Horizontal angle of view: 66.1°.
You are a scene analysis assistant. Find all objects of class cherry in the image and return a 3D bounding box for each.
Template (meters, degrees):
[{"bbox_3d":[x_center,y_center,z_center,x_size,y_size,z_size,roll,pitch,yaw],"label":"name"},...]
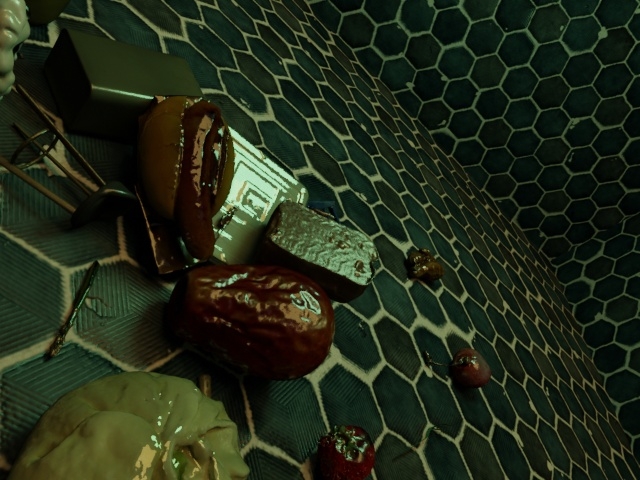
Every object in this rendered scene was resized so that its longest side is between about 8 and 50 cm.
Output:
[{"bbox_3d":[0.370,0.326,1.319,0.226,0.090,0.107,30,47,-20],"label":"cherry"}]

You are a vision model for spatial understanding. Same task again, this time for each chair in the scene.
[{"bbox_3d":[-0.382,-0.100,0.710,0.221,0.104,0.095,42,57,-10],"label":"chair"}]

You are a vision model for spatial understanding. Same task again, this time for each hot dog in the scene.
[{"bbox_3d":[-0.202,-0.112,0.809,0.194,0.107,0.325,-6,80,-42],"label":"hot dog"}]

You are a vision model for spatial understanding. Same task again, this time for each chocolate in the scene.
[{"bbox_3d":[-0.006,0.026,0.909,0.214,0.093,0.148,27,41,-10],"label":"chocolate"}]

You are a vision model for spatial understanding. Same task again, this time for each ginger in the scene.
[{"bbox_3d":[0.323,0.070,1.533,0.162,0.073,0.103,10,50,-49],"label":"ginger"}]

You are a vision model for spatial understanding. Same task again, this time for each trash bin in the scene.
[{"bbox_3d":[-0.351,-0.274,0.907,0.241,0.122,0.164,-3,60,-53],"label":"trash bin"}]

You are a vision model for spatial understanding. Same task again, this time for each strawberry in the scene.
[{"bbox_3d":[0.040,0.358,0.811,0.106,0.106,0.106,35,34,-28],"label":"strawberry"}]

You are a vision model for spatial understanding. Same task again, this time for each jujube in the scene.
[{"bbox_3d":[-0.104,0.120,0.778,0.255,0.190,0.190,22,41,-26],"label":"jujube"}]

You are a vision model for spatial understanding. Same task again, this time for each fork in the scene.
[{"bbox_3d":[0.216,0.419,1.048,0.235,0.039,0.021,4,51,-50],"label":"fork"}]

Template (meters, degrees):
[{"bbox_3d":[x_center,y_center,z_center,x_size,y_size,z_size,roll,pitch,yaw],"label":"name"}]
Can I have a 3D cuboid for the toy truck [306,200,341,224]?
[{"bbox_3d":[0.000,0.000,1.066,0.113,0.126,0.208,59,16,-50],"label":"toy truck"}]

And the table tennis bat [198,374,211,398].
[{"bbox_3d":[-0.162,0.266,0.697,0.087,0.013,0.156,22,43,-39],"label":"table tennis bat"}]

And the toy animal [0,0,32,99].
[{"bbox_3d":[-0.493,-0.259,0.633,0.204,0.208,0.155,-8,104,-60],"label":"toy animal"}]

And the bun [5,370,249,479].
[{"bbox_3d":[-0.190,0.251,0.526,0.259,0.160,0.259,33,34,-26],"label":"bun"}]

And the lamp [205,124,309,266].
[{"bbox_3d":[-0.155,-0.063,0.943,0.266,0.047,0.269,36,55,-30],"label":"lamp"}]

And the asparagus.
[{"bbox_3d":[-0.324,0.086,0.658,0.166,0.016,0.013,-91,168,-48],"label":"asparagus"}]

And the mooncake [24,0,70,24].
[{"bbox_3d":[-0.548,-0.511,0.887,0.235,0.117,0.234,32,36,-27],"label":"mooncake"}]
